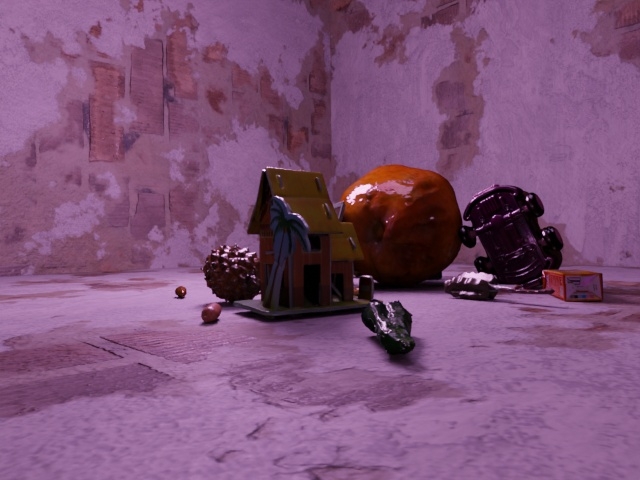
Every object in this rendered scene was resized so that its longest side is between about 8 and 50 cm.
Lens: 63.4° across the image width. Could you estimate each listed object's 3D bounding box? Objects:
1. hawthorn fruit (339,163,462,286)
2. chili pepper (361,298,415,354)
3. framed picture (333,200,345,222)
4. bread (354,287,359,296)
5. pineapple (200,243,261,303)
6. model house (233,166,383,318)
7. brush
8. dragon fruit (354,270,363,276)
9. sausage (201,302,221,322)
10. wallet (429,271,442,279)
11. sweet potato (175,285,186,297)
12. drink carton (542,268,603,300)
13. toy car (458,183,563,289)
[{"bbox_3d":[0.265,-0.037,1.789,0.470,0.473,0.472,-1,0,0],"label":"hawthorn fruit"},{"bbox_3d":[0.112,0.133,0.772,0.088,0.059,0.227,4,2,0],"label":"chili pepper"},{"bbox_3d":[0.023,0.021,1.689,0.018,0.294,0.231,14,-2,-9],"label":"framed picture"},{"bbox_3d":[0.081,0.148,1.474,0.109,0.025,0.110,0,-1,0],"label":"bread"},{"bbox_3d":[-0.216,0.091,1.349,0.166,0.167,0.193,-1,11,-42],"label":"pineapple"},{"bbox_3d":[0.000,0.000,1.131,0.300,0.324,0.340,-2,0,-31],"label":"model house"},{"bbox_3d":[0.449,0.124,1.316,0.084,0.071,0.300,-15,8,-34],"label":"brush"},{"bbox_3d":[0.207,0.039,2.225,0.236,0.231,0.303,0,-41,16],"label":"dragon fruit"},{"bbox_3d":[-0.224,0.149,1.064,0.034,0.034,0.083,-1,1,-2],"label":"sausage"},{"bbox_3d":[0.362,-0.048,2.048,0.228,0.407,0.062,-1,2,10],"label":"wallet"},{"bbox_3d":[-0.411,0.151,1.528,0.034,0.034,0.095,-1,-3,-18],"label":"sweet potato"},{"bbox_3d":[0.668,0.116,1.386,0.095,0.071,0.223,-2,0,11],"label":"drink carton"},{"bbox_3d":[0.625,-0.013,1.657,0.271,0.341,0.240,-28,-10,35],"label":"toy car"}]
